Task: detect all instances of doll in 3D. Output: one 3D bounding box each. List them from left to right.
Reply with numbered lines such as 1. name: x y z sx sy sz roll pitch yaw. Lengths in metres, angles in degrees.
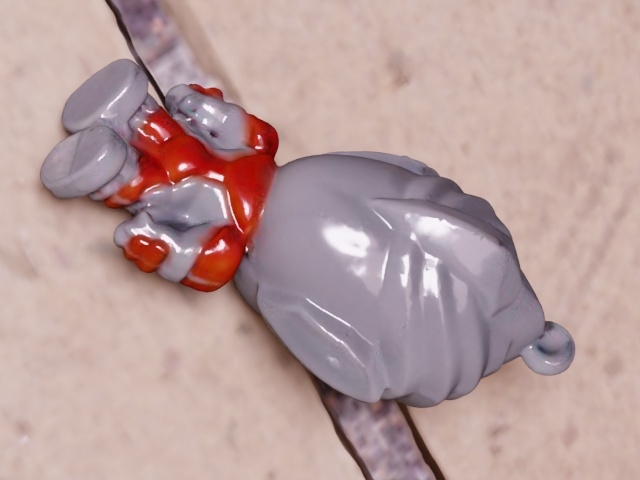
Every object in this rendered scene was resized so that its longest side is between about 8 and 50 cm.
1. doll: 0.000 0.000 0.588 0.180 0.079 0.094 26 53 -12
